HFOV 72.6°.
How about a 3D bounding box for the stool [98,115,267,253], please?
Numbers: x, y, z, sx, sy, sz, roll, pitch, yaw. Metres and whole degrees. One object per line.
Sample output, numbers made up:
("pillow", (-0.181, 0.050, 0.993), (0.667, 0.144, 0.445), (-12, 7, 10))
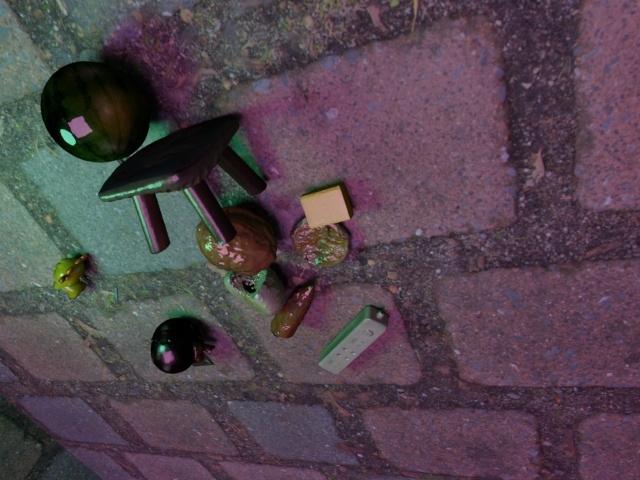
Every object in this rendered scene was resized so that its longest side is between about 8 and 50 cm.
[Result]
("stool", (-0.334, -0.137, 1.107), (0.310, 0.310, 0.226), (-8, 125, 27))

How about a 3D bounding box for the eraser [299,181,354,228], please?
("eraser", (0.017, -0.093, 1.175), (0.122, 0.045, 0.097), (-14, 107, 21))

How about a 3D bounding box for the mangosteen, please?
("mangosteen", (-0.536, 0.412, 1.706), (0.249, 0.212, 0.211), (9, 138, -30))

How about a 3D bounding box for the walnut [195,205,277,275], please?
("walnut", (-0.242, 0.001, 1.262), (0.244, 0.198, 0.198), (20, 134, -23))

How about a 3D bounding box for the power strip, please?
("power strip", (0.113, 0.349, 1.509), (0.091, 0.062, 0.385), (28, 132, -9))

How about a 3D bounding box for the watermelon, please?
("watermelon", (-0.554, -0.316, 1.082), (0.242, 0.242, 0.243), (9, 130, 11))

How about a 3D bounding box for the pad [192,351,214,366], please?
("pad", (-0.557, 0.482, 1.882), (0.127, 0.004, 0.190), (-14, 121, 28))

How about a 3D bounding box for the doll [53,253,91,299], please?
("doll", (-0.945, 0.135, 1.652), (0.135, 0.143, 0.221), (39, 136, -11))

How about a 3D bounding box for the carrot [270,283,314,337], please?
("carrot", (-0.081, 0.227, 1.457), (0.101, 0.102, 0.263), (28, 128, -5))

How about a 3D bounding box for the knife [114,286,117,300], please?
("knife", (-0.827, 0.217, 1.758), (0.014, 0.005, 0.091), (21, 132, 0))

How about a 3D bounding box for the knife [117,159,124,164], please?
("knife", (-0.578, -0.174, 1.347), (0.045, 0.021, 0.222), (-2, 131, 21))

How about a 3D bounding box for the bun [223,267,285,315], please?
("bun", (-0.203, 0.147, 1.411), (0.212, 0.127, 0.204), (35, 156, -3))

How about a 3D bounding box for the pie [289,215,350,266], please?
("pie", (0.000, 0.000, 1.279), (0.186, 0.041, 0.187), (9, 128, 12))
